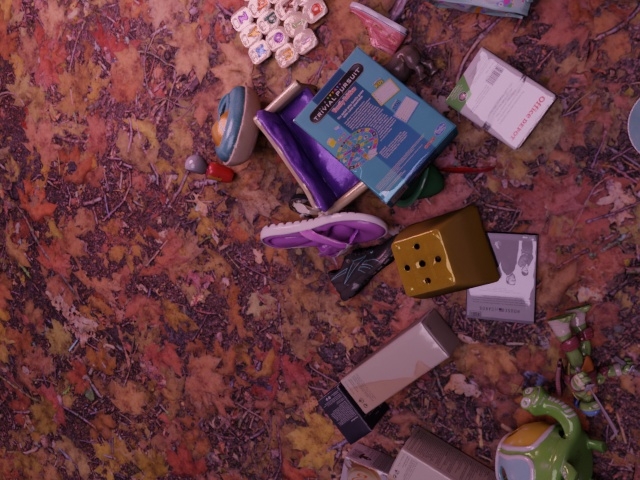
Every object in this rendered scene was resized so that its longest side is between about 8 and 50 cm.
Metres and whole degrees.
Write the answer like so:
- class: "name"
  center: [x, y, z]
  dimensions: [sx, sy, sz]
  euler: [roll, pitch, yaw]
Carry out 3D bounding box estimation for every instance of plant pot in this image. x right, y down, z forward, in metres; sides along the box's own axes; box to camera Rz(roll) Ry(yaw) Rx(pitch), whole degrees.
- class: "plant pot"
  center: [0.304, 0.044, 1.662]
  dimensions: [0.212, 0.187, 0.212]
  euler: [-19, 87, 35]

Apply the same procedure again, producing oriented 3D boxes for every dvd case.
- class: "dvd case"
  center: [0.477, 0.096, 1.700]
  dimensions: [0.180, 0.030, 0.238]
  euler: [4, 101, 25]

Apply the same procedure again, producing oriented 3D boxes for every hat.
- class: "hat"
  center: [0.314, -0.152, 1.735]
  dimensions: [0.208, 0.184, 0.172]
  euler: [27, 103, 65]

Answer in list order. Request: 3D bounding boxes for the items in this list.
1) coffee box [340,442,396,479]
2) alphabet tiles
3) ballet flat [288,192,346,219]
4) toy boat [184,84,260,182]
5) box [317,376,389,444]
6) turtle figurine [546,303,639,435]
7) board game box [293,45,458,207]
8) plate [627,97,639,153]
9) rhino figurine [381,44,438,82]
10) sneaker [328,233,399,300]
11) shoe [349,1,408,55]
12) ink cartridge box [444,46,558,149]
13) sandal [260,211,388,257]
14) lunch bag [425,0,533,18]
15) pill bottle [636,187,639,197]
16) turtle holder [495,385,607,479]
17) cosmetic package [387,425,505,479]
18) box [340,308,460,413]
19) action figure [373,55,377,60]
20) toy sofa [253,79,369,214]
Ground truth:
- class: "coffee box"
  center: [0.189, 0.723, 1.909]
  dimensions: [0.247, 0.098, 0.141]
  euler: [17, 106, 22]
- class: "alphabet tiles"
  center: [-0.121, -0.649, 1.856]
  dimensions: [0.278, 0.021, 0.284]
  euler: [-30, 86, 27]
- class: "ballet flat"
  center: [-0.007, -0.079, 1.876]
  dimensions: [0.203, 0.074, 0.074]
  euler: [25, 109, 19]
- class: "toy boat"
  center: [-0.286, -0.291, 1.892]
  dimensions: [0.148, 0.267, 0.318]
  euler: [17, 135, -21]
- class: "box"
  center: [0.098, 0.480, 1.877]
  dimensions: [0.093, 0.156, 0.158]
  euler: [-43, 80, 26]
- class: "turtle figurine"
  center: [0.676, 0.292, 1.553]
  dimensions: [0.198, 0.274, 0.266]
  euler: [-18, 86, -7]
- class: "board game box"
  center: [0.138, -0.288, 1.642]
  dimensions: [0.336, 0.079, 0.253]
  euler: [44, 97, 16]
- class: "plate"
  center: [0.809, -0.268, 1.480]
  dimensions: [0.188, 0.024, 0.188]
  euler: [4, 101, 24]
- class: "rhino figurine"
  center: [0.185, -0.423, 1.722]
  dimensions: [0.243, 0.073, 0.106]
  euler: [-34, 88, 28]
- class: "sneaker"
  center: [0.125, 0.061, 1.822]
  dimensions: [0.267, 0.101, 0.106]
  euler: [-44, 77, 25]
- class: "shoe"
  center: [0.141, -0.565, 1.722]
  dimensions: [0.178, 0.063, 0.081]
  euler: [33, 106, 12]
- class: "ink cartridge box"
  center: [0.449, -0.349, 1.597]
  dimensions: [0.219, 0.093, 0.160]
  euler: [39, 114, 14]
- class: "sandal"
  center: [0.010, 0.005, 1.828]
  dimensions: [0.417, 0.169, 0.102]
  euler: [-7, 68, 37]
- class: "lunch bag"
  center: [0.395, -0.657, 1.534]
  dimensions: [0.263, 0.160, 0.223]
  euler: [19, 106, 27]
- class: "pill bottle"
  center: [0.822, -0.098, 1.465]
  dimensions: [0.169, 0.094, 0.094]
  euler: [34, 112, 17]
- class: "turtle holder"
  center: [0.561, 0.557, 1.619]
  dimensions: [0.228, 0.243, 0.320]
  euler: [7, 131, 44]
- class: "cosmetic package"
  center: [0.362, 0.665, 1.785]
  dimensions: [0.310, 0.160, 0.113]
  euler: [29, 111, 19]
- class: "box"
  center: [0.222, 0.336, 1.801]
  dimensions: [0.311, 0.148, 0.121]
  euler: [-42, 82, 27]
- class: "action figure"
  center: [0.122, -0.456, 1.772]
  dimensions: [0.038, 0.030, 0.115]
  euler: [43, 112, 18]
- class: "toy sofa"
  center: [-0.009, -0.257, 1.786]
  dimensions: [0.150, 0.177, 0.362]
  euler: [-38, 81, 26]
